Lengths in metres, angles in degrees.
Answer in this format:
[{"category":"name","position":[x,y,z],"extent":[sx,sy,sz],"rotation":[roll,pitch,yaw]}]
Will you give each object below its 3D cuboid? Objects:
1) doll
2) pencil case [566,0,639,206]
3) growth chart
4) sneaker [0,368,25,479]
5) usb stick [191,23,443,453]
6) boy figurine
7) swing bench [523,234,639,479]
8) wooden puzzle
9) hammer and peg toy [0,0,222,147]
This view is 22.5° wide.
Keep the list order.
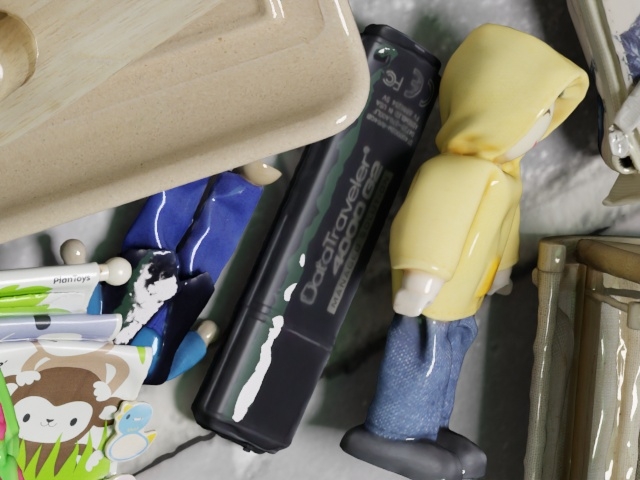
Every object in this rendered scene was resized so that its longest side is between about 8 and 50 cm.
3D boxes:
[{"category":"doll","position":[-0.099,0.026,0.948],"extent":[0.129,0.046,0.189],"rotation":[29,87,-40]},{"category":"pencil case","position":[0.198,-0.232,1.035],"extent":[0.183,0.160,0.410],"rotation":[-42,116,-37]},{"category":"growth chart","position":[-0.168,0.109,0.891],"extent":[0.172,0.021,0.237],"rotation":[-11,124,-26]},{"category":"sneaker","position":[-0.249,0.087,0.664],"extent":[0.202,0.185,0.483],"rotation":[-16,149,2]},{"category":"usb stick","position":[0.000,0.000,1.006],"extent":[0.077,0.045,0.278],"rotation":[29,81,-39]},{"category":"boy figurine","position":[0.096,0.007,1.024],"extent":[0.177,0.092,0.285],"rotation":[9,99,-67]},{"category":"swing bench","position":[0.222,0.132,1.042],"extent":[0.165,0.255,0.253],"rotation":[1,95,-28]},{"category":"wooden puzzle","position":[-0.176,-0.178,0.793],"extent":[0.322,0.080,0.347],"rotation":[-18,104,6]},{"category":"hammer and peg toy","position":[-0.067,-0.225,0.658],"extent":[0.361,0.127,0.266],"rotation":[-31,103,13]}]
